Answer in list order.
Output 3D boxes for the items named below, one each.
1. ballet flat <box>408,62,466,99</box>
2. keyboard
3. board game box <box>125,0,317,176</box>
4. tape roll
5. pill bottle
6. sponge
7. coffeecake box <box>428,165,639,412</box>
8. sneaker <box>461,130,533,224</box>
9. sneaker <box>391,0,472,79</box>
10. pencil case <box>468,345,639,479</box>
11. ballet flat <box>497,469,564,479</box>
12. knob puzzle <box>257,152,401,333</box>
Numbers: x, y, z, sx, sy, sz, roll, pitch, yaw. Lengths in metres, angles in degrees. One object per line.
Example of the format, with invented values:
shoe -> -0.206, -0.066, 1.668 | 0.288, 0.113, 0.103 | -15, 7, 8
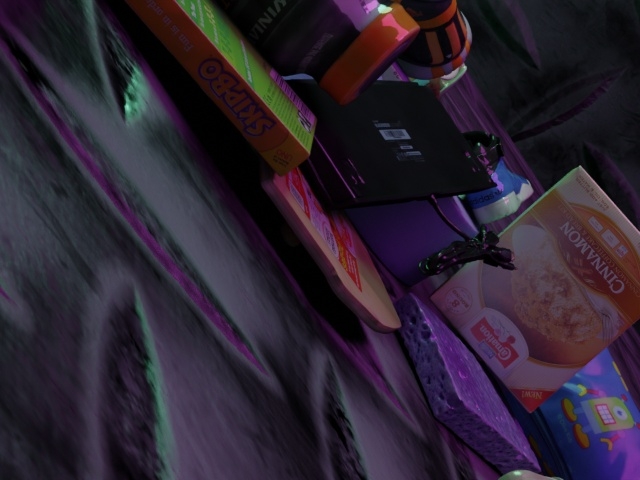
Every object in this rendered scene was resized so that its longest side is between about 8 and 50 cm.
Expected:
ballet flat -> 0.109, -0.193, 2.325 | 0.116, 0.124, 0.342 | 59, 10, -4
keyboard -> 0.074, -0.049, 1.648 | 0.201, 0.033, 0.317 | 57, 24, 11
board game box -> -0.098, -0.163, 1.424 | 0.259, 0.039, 0.124 | 51, 11, -10
tape roll -> 0.055, -0.096, 1.888 | 0.275, 0.090, 0.275 | 57, 10, -15
pill bottle -> -0.038, -0.217, 1.523 | 0.246, 0.130, 0.130 | 44, 10, 3
sponge -> 0.127, 0.133, 1.737 | 0.210, 0.031, 0.117 | 43, 19, -56
coffeecake box -> 0.214, 0.045, 1.828 | 0.142, 0.185, 0.068 | 48, 1, 3
sneaker -> 0.160, -0.069, 1.893 | 0.084, 0.058, 0.152 | 67, 16, -5
sneaker -> 0.030, -0.312, 2.018 | 0.321, 0.124, 0.180 | 38, -16, 25
pencil case -> 0.241, 0.164, 1.942 | 0.133, 0.119, 0.306 | -5, 57, -36
ballet flat -> 0.195, 0.231, 1.673 | 0.086, 0.086, 0.248 | 63, 12, 19
knob puzzle -> 0.000, 0.000, 1.511 | 0.213, 0.030, 0.213 | 56, 10, -15
